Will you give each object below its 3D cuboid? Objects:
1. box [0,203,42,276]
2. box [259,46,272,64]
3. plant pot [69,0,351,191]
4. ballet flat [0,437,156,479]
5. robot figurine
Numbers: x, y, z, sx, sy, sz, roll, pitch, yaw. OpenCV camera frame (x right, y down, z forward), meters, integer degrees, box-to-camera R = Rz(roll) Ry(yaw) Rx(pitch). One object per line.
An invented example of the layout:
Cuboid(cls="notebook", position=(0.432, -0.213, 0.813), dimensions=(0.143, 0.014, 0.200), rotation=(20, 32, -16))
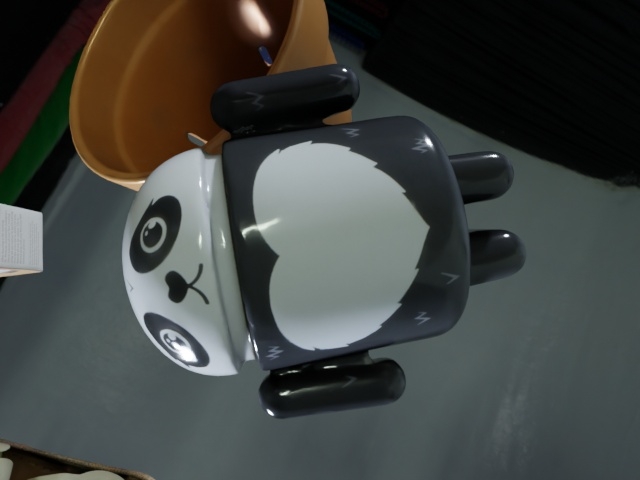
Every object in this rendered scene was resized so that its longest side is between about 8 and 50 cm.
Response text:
Cuboid(cls="box", position=(-0.486, 0.000, 0.690), dimensions=(0.170, 0.130, 0.090), rotation=(23, -118, -73))
Cuboid(cls="box", position=(-0.106, -0.273, 0.877), dimensions=(0.136, 0.037, 0.225), rotation=(0, -104, -76))
Cuboid(cls="plant pot", position=(-0.095, -0.161, 0.579), dimensions=(0.203, 0.291, 0.290), rotation=(31, -96, -55))
Cuboid(cls="ballet flat", position=(-0.302, 0.249, 0.522), dimensions=(0.106, 0.316, 0.107), rotation=(-37, 42, 37))
Cuboid(cls="robot figurine", position=(0.001, 0.002, 0.383), dimensions=(0.173, 0.279, 0.209), rotation=(89, 170, -53))
